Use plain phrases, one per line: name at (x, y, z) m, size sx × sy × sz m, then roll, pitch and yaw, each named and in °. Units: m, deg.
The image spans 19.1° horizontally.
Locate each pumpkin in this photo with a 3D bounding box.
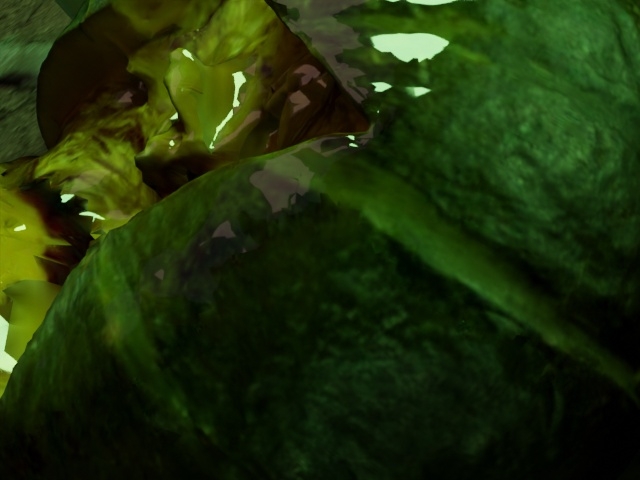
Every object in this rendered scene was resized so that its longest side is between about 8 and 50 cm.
pumpkin at (0.003, 0.000, 0.502) m, size 0.238 × 0.159 × 0.238 m, roll -35°, pitch 42°, yaw 38°

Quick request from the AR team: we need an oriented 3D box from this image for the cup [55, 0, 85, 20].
cup at (-0.064, -0.194, 1.006) m, size 0.202 × 0.173 × 0.255 m, roll -47°, pitch 21°, yaw -18°
